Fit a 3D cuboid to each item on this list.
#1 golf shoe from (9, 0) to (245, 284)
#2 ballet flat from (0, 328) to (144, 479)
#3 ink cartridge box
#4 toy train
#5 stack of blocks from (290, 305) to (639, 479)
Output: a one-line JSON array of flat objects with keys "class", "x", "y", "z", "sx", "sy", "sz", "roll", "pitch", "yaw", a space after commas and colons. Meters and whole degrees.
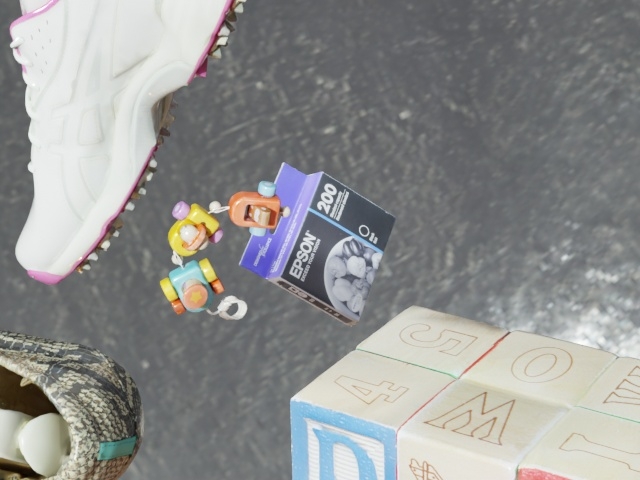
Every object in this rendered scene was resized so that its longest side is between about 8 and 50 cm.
[{"class": "golf shoe", "x": -0.152, "y": -0.110, "z": 0.949, "sx": 0.140, "sy": 0.115, "sz": 0.306, "roll": 26, "pitch": 115, "yaw": -12}, {"class": "ballet flat", "x": -0.382, "y": 0.104, "z": 1.132, "sx": 0.482, "sy": 0.182, "sz": 0.164, "roll": 12, "pitch": 91, "yaw": 9}, {"class": "ink cartridge box", "x": 0.000, "y": 0.000, "z": 2.268, "sx": 0.208, "sy": 0.206, "sz": 0.045, "roll": 29, "pitch": 151, "yaw": -15}, {"class": "toy train", "x": -0.100, "y": 0.017, "z": 1.495, "sx": 0.046, "sy": 0.125, "sz": 0.166, "roll": -120, "pitch": 43, "yaw": -60}, {"class": "stack of blocks", "x": 0.138, "y": 0.143, "z": 0.471, "sx": 0.297, "sy": 0.087, "sz": 0.171, "roll": 13, "pitch": 118, "yaw": 31}]
